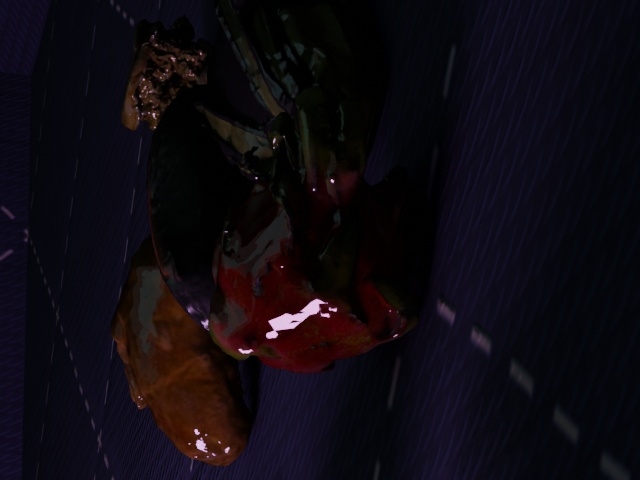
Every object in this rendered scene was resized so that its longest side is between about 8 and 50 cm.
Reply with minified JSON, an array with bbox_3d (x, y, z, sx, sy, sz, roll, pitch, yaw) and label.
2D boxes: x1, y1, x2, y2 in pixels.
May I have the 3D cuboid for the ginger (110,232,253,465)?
[{"bbox_3d":[-0.151,0.097,1.962,0.165,0.172,0.321,-2,-84,-67],"label":"ginger"}]

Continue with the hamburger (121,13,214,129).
[{"bbox_3d":[-0.196,-0.222,2.287,0.159,0.131,0.185,116,162,-70],"label":"hamburger"}]

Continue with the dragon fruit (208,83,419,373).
[{"bbox_3d":[-0.014,-0.009,1.468,0.200,0.198,0.269,13,117,52],"label":"dragon fruit"}]

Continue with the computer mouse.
[{"bbox_3d":[-0.100,-0.022,1.791,0.116,0.183,0.323,-37,45,37],"label":"computer mouse"}]

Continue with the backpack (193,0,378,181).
[{"bbox_3d":[-0.033,-0.154,1.672,0.253,0.140,0.207,-119,35,-46],"label":"backpack"}]
